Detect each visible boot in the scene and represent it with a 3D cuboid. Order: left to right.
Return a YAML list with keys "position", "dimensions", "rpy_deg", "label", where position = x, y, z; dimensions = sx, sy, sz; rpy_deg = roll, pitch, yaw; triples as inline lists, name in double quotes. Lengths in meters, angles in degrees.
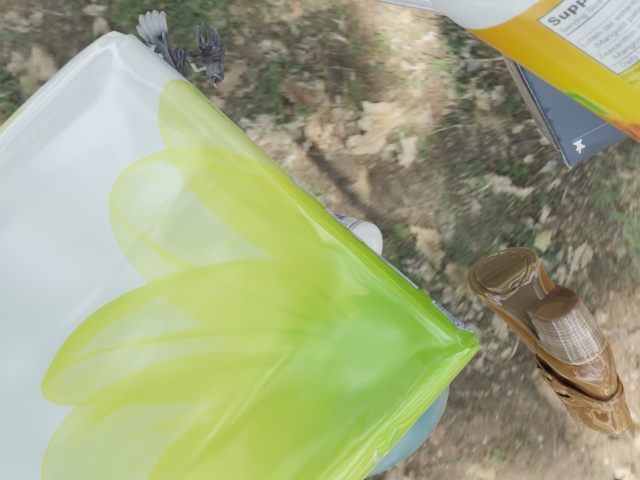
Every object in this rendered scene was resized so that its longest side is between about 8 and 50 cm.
- position: [0.218, 0.097, 1.201]
  dimensions: [0.073, 0.197, 0.152]
  rpy_deg: [-32, 116, -4]
  label: "boot"

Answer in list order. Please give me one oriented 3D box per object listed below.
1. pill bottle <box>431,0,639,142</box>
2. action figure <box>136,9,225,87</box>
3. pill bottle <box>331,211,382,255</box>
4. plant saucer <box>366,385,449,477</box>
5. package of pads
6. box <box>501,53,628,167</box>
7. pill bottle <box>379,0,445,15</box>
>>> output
- position: [0.134, -0.145, 0.611]
  dimensions: [0.245, 0.136, 0.136]
  rpy_deg: [27, 106, -26]
  label: "pill bottle"
- position: [-0.238, -0.218, 1.674]
  dimensions: [0.164, 0.275, 0.141]
  rpy_deg: [-25, 99, 27]
  label: "action figure"
- position: [0.000, 0.000, 1.883]
  dimensions: [0.169, 0.094, 0.094]
  rpy_deg: [17, 102, 33]
  label: "pill bottle"
- position: [-0.026, 0.097, 1.211]
  dimensions: [0.317, 0.317, 0.044]
  rpy_deg: [21, 133, 11]
  label: "plant saucer"
- position: [-0.111, 0.080, 0.558]
  dimensions: [0.229, 0.101, 0.296]
  rpy_deg: [43, 79, 7]
  label: "package of pads"
- position: [0.360, -0.318, 1.485]
  dimensions: [0.343, 0.179, 0.312]
  rpy_deg: [-28, 116, 8]
  label: "box"
- position: [0.103, -0.376, 0.919]
  dimensions: [0.229, 0.229, 0.408]
  rpy_deg: [14, 100, 12]
  label: "pill bottle"
